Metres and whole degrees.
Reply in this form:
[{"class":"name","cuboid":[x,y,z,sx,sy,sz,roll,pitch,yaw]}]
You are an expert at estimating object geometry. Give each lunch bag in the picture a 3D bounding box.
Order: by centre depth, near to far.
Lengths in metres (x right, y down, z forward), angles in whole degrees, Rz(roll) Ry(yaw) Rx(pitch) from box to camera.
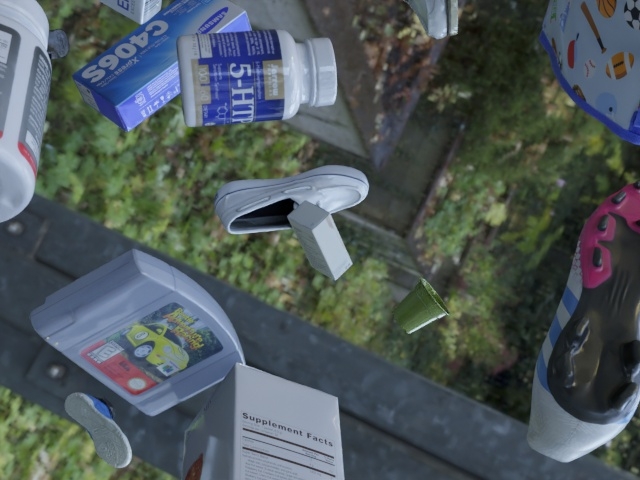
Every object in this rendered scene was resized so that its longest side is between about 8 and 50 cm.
[{"class":"lunch bag","cuboid":[0.495,-0.360,1.399,0.385,0.238,0.328,-83,-179,-57]}]

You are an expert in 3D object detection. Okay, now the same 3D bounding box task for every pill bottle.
[{"class":"pill bottle","cuboid":[-0.418,-0.174,1.151,0.161,0.161,0.283,95,-7,-53]},{"class":"pill bottle","cuboid":[-0.079,-0.201,1.153,0.112,0.186,0.112,174,-90,-81]}]

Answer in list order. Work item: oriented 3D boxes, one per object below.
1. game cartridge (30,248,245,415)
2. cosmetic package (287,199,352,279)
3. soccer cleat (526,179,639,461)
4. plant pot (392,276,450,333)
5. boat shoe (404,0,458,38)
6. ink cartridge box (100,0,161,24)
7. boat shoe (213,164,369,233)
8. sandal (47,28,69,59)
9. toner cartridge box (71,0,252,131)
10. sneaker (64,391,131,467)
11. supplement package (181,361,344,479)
[{"class":"game cartridge","cuboid":[-0.234,0.134,1.310,0.196,0.060,0.294,-32,137,6]},{"class":"cosmetic package","cuboid":[0.000,0.000,1.396,0.041,0.060,0.115,-43,137,-19]},{"class":"soccer cleat","cuboid":[0.283,0.073,0.936,0.331,0.116,0.143,-53,166,-35]},{"class":"plant pot","cuboid":[0.169,0.120,1.632,0.079,0.083,0.083,-38,170,10]},{"class":"boat shoe","cuboid":[0.122,-0.392,1.338,0.113,0.103,0.302,84,-5,-50]},{"class":"ink cartridge box","cuboid":[-0.374,-0.530,1.398,0.071,0.330,0.324,-56,171,-37]},{"class":"boat shoe","cuboid":[-0.039,-0.053,1.502,0.095,0.258,0.084,92,-18,-45]},{"class":"sandal","cuboid":[-0.490,-0.334,1.631,0.179,0.040,0.067,-42,130,-55]},{"class":"toner cartridge box","cuboid":[-0.323,-0.382,1.939,0.348,0.165,0.075,-42,145,-20]},{"class":"sneaker","cuboid":[-0.361,0.317,1.582,0.058,0.152,0.084,-48,166,1]},{"class":"supplement package","cuboid":[-0.082,0.350,1.283,0.177,0.175,0.293,-54,-155,32]}]
